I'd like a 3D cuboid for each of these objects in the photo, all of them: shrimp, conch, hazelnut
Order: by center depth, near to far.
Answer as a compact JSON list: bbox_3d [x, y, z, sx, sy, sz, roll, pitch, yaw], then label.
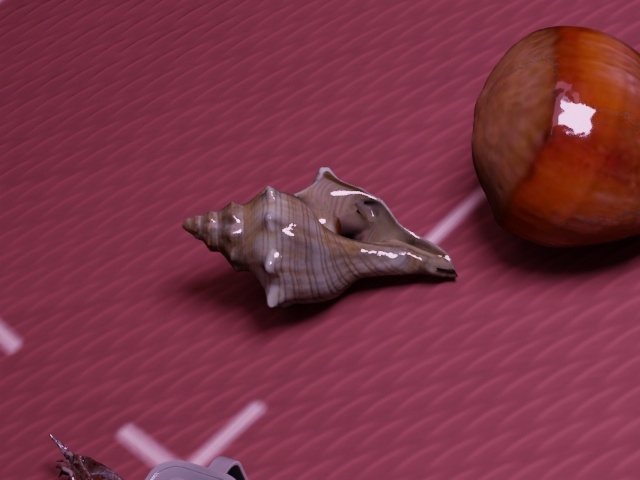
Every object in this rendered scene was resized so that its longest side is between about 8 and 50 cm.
[{"bbox_3d":[-0.201,0.228,1.749,0.065,0.056,0.165,-42,46,-7],"label":"shrimp"},{"bbox_3d":[0.237,-0.089,1.768,0.214,0.176,0.214,4,61,-8],"label":"hazelnut"},{"bbox_3d":[-0.009,0.002,1.842,0.234,0.114,0.137,2,54,-23],"label":"conch"}]

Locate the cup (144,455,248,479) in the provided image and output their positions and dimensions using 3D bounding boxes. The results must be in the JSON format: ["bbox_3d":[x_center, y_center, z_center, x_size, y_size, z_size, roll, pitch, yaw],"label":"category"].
[{"bbox_3d":[-0.093,0.244,1.645,0.095,0.129,0.128,15,55,24],"label":"cup"}]
